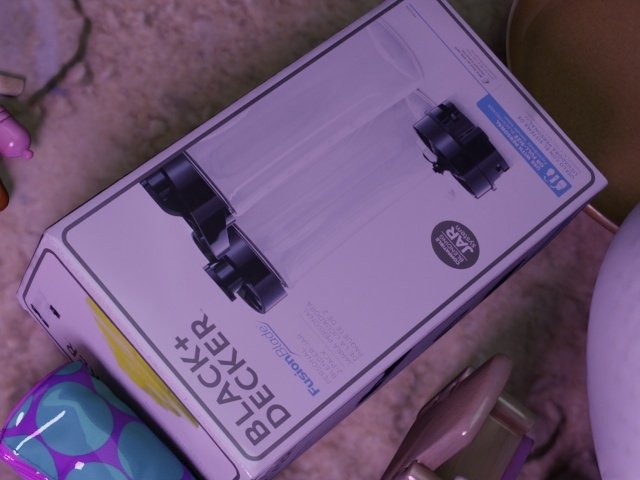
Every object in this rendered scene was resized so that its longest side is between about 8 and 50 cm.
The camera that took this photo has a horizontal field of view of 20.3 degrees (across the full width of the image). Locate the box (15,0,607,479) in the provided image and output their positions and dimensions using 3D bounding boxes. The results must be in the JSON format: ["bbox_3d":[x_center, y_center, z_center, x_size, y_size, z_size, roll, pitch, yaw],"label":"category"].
[{"bbox_3d":[0.000,0.000,0.982,0.290,0.087,0.169,-36,82,-29],"label":"box"}]

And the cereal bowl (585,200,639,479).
[{"bbox_3d":[0.308,0.094,0.964,0.339,0.141,0.339,16,63,-35],"label":"cereal bowl"}]

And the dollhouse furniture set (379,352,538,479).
[{"bbox_3d":[0.143,0.241,0.860,0.303,0.198,0.286,35,60,-2],"label":"dollhouse furniture set"}]

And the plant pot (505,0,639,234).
[{"bbox_3d":[0.215,-0.083,1.121,0.236,0.032,0.236,11,59,-19],"label":"plant pot"}]

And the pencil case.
[{"bbox_3d":[-0.097,0.135,0.897,0.152,0.064,0.070,47,55,6],"label":"pencil case"}]

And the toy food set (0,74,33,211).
[{"bbox_3d":[-0.196,-0.044,0.970,0.078,0.019,0.122,12,63,-14],"label":"toy food set"}]
